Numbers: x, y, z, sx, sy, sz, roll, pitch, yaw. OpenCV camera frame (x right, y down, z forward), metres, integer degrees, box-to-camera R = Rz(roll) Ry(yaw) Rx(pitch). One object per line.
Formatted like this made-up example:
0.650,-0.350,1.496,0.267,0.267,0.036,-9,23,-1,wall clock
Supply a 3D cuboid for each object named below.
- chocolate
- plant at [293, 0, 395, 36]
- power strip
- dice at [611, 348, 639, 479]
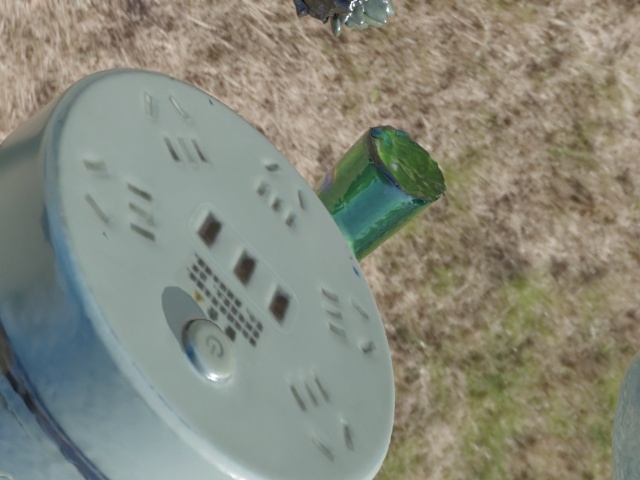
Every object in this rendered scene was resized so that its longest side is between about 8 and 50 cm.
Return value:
0.000,0.000,1.113,0.110,0.110,0.291,29,127,-27,chocolate
0.024,-0.377,1.445,0.132,0.129,0.194,-54,127,-23,plant
-0.102,0.049,0.729,0.161,0.357,0.357,-34,123,26,power strip
0.473,0.228,1.042,0.264,0.262,0.268,0,111,-10,dice
